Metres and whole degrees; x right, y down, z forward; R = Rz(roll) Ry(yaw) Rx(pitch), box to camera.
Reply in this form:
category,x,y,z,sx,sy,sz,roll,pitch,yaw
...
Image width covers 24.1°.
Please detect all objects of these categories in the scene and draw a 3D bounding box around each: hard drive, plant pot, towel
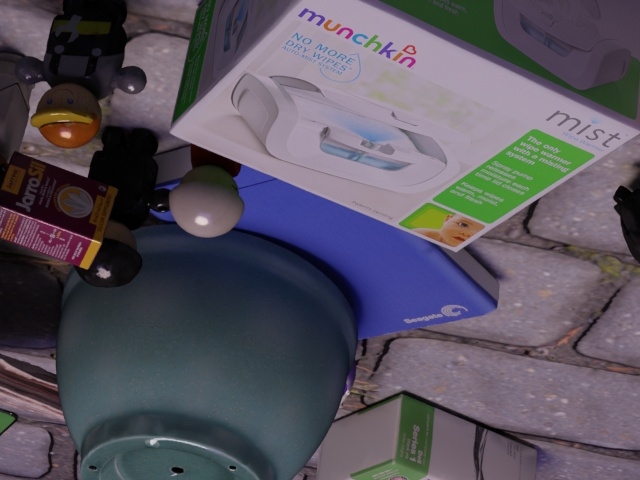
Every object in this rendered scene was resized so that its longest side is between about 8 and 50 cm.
category,x,y,z,sx,sy,sz,roll,pitch,yaw
hard drive,0.000,0.000,1.404,0.210,0.040,0.318,-13,144,31
plant pot,-0.119,0.154,1.410,0.293,0.196,0.293,5,140,4
towel,-0.403,0.119,1.561,0.331,0.053,0.317,13,168,24

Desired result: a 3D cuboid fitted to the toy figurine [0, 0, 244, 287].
category,x,y,z,sx,sy,sz,roll,pitch,yaw
toy figurine,-0.177,-0.073,1.207,0.209,0.148,0.213,31,143,-35

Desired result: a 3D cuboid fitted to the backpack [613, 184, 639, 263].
category,x,y,z,sx,sy,sz,roll,pitch,yaw
backpack,0.338,0.021,1.293,0.151,0.115,0.182,-7,150,18

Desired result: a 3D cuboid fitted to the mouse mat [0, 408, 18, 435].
category,x,y,z,sx,sy,sz,roll,pitch,yaw
mouse mat,-0.500,0.224,1.940,0.189,0.007,0.152,20,148,-23

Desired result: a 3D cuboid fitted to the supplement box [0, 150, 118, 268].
category,x,y,z,sx,sy,sz,roll,pitch,yaw
supplement box,-0.200,-0.023,1.121,0.083,0.055,0.043,20,143,-13

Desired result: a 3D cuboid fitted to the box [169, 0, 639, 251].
category,x,y,z,sx,sy,sz,roll,pitch,yaw
box,0.063,-0.128,1.086,0.262,0.127,0.231,22,149,-23

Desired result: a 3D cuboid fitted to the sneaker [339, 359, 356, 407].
category,x,y,z,sx,sy,sz,roll,pitch,yaw
sneaker,-0.113,0.139,1.611,0.293,0.102,0.146,-7,147,23

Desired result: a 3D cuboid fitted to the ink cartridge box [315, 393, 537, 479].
category,x,y,z,sx,sy,sz,roll,pitch,yaw
ink cartridge box,0.130,0.277,1.808,0.219,0.093,0.160,25,146,-27
